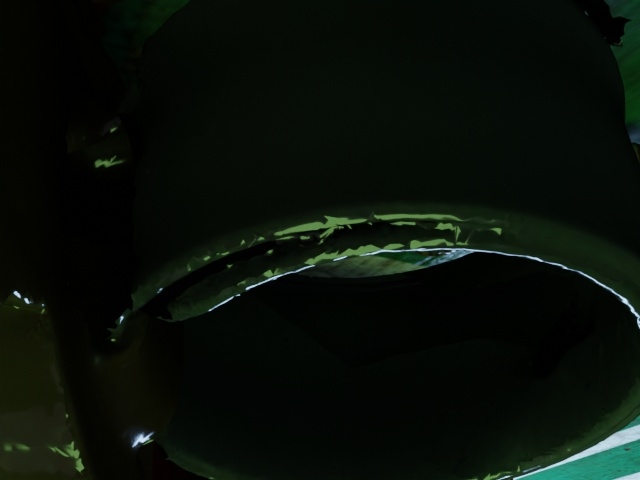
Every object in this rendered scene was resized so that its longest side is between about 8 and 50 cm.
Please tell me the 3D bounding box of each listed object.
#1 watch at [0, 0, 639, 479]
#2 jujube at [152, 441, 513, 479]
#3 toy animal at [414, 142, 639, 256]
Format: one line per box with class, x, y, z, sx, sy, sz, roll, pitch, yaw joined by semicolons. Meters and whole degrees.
watch;0.000;0.000;0.512;0.327;0.314;0.335;-6;144;2
jujube;0.021;0.210;0.951;0.276;0.276;0.377;-12;152;23
toy animal;0.103;-0.024;0.707;0.241;0.057;0.099;-17;151;29
